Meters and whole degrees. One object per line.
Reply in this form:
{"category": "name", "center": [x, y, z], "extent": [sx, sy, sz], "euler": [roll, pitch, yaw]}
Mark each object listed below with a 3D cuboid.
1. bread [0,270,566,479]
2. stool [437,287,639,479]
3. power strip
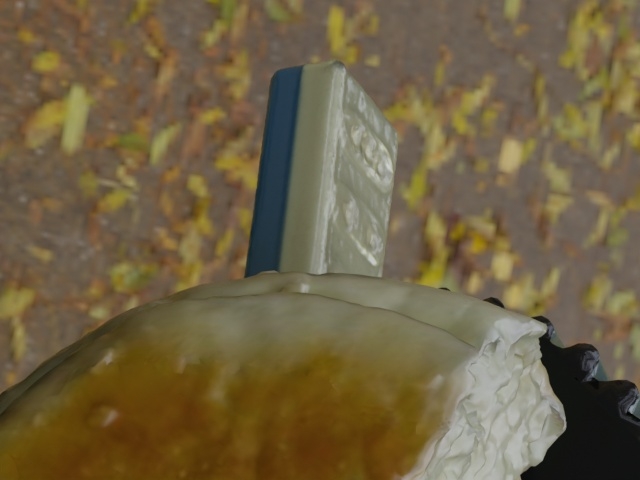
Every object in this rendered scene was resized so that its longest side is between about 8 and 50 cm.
{"category": "bread", "center": [-0.062, 0.153, 0.575], "extent": [0.314, 0.192, 0.171], "euler": [-66, 153, -26]}
{"category": "stool", "center": [0.069, 0.218, 0.905], "extent": [0.297, 0.297, 0.330], "euler": [-66, 153, -15]}
{"category": "power strip", "center": [0.000, 0.000, 0.696], "extent": [0.056, 0.032, 0.123], "euler": [46, 44, -51]}
